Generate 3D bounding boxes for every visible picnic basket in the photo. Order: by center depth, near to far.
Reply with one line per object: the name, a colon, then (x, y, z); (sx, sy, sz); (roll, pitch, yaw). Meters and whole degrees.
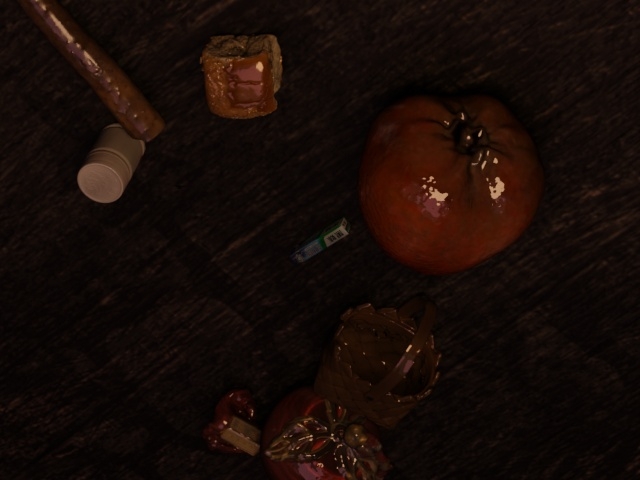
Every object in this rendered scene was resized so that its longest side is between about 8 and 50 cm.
picnic basket: (0.080, 0.133, 1.990); (0.138, 0.128, 0.178); (27, 145, -11)

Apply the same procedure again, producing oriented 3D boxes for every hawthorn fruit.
hawthorn fruit: (0.128, -0.042, 1.820); (0.199, 0.199, 0.251); (18, 140, -1)

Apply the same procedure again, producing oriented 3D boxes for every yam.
yam: (-0.286, -0.238, 1.849); (0.045, 0.045, 0.327); (-35, 114, 8)

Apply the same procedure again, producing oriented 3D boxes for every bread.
bread: (-0.085, -0.181, 1.823); (0.083, 0.076, 0.070); (0, 130, 15)

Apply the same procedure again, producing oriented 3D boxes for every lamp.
lamp: (-0.026, 0.258, 2.098); (0.215, 0.151, 0.223); (35, 130, -10)

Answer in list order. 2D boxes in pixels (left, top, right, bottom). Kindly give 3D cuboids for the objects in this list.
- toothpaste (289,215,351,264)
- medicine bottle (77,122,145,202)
toothpaste: (0.000, 0.000, 1.978); (0.083, 0.020, 0.017); (-32, 110, 31)
medicine bottle: (-0.239, -0.089, 1.922); (0.057, 0.089, 0.057); (7, 127, 9)
